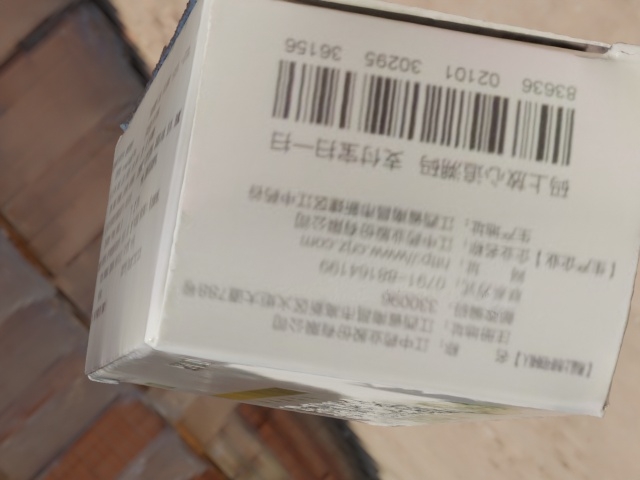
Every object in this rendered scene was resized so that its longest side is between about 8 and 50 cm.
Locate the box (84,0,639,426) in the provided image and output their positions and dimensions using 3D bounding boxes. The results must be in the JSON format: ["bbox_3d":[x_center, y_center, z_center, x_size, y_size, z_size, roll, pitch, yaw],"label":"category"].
[{"bbox_3d":[0.000,0.000,0.688,0.173,0.145,0.333,9,171,-12],"label":"box"}]
